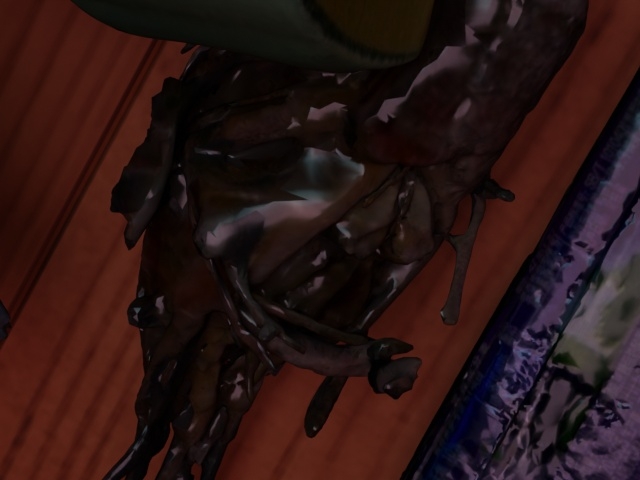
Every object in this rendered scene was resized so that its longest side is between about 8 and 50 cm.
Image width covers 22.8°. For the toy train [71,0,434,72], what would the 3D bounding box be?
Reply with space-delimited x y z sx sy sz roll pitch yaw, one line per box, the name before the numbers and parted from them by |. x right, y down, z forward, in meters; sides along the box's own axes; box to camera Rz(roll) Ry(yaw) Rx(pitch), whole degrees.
toy train | -0.107 -0.207 0.522 0.397 0.160 0.253 14 92 20

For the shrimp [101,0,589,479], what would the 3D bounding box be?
shrimp | -0.002 -0.003 0.596 0.145 0.116 0.343 30 102 18

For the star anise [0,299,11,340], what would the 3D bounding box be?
star anise | -0.205 -0.036 0.585 0.229 0.236 0.093 40 62 -4

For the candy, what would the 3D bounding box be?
candy | 0.131 0.004 0.601 0.088 0.061 0.312 30 101 5
